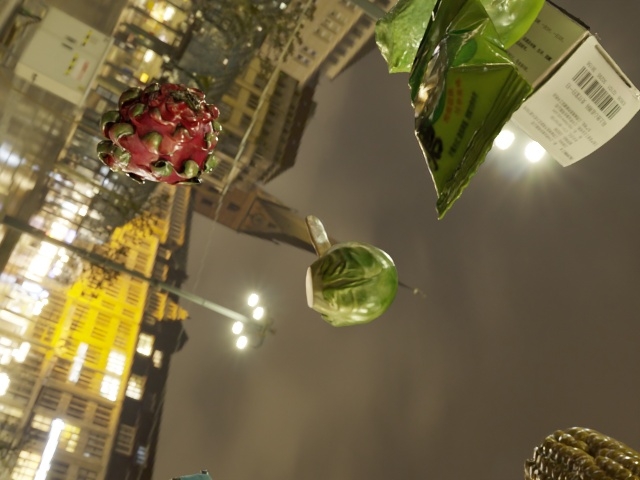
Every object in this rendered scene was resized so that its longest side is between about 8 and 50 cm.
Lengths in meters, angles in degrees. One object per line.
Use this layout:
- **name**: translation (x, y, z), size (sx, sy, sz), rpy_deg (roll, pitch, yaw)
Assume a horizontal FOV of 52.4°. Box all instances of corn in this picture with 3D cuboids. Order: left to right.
- **corn**: translation (0.301, 0.268, 0.619), size (0.119, 0.119, 0.322), rpy_deg (-63, -168, 0)

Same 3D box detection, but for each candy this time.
- **candy**: translation (0.129, -0.133, 0.596), size (0.246, 0.069, 0.149), rpy_deg (-84, -171, -51)

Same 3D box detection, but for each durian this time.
- **durian**: translation (0.185, -0.283, 0.786), size (0.250, 0.139, 0.101), rpy_deg (-25, -124, 20)

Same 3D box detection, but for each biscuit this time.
- **biscuit**: translation (0.000, 0.000, 1.565), size (0.018, 0.071, 0.147), rpy_deg (-35, -120, 24)

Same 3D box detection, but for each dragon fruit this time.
- **dragon fruit**: translation (-0.312, -0.200, 1.218), size (0.218, 0.272, 0.198), rpy_deg (-38, 135, -58)

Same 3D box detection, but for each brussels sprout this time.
- **brussels sprout**: translation (0.052, 0.065, 1.081), size (0.117, 0.155, 0.155), rpy_deg (101, 0, -54)

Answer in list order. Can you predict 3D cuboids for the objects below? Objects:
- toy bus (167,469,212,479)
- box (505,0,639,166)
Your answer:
- **toy bus**: translation (-0.126, 0.281, 0.638), size (0.123, 0.075, 0.060), rpy_deg (23, -72, 62)
- **box**: translation (0.289, -0.273, 0.957), size (0.145, 0.173, 0.333), rpy_deg (-48, -138, 20)
